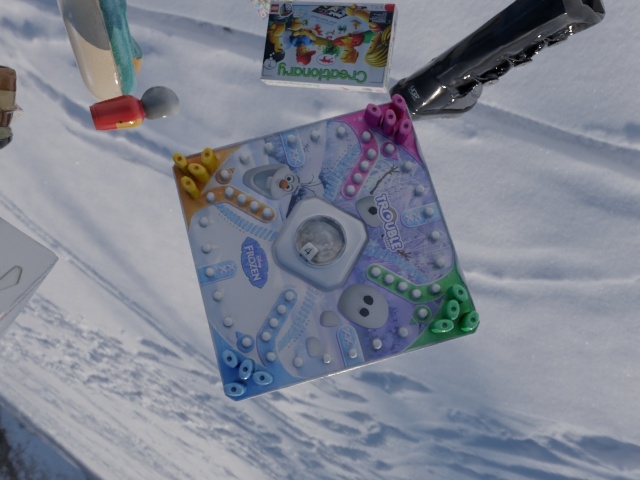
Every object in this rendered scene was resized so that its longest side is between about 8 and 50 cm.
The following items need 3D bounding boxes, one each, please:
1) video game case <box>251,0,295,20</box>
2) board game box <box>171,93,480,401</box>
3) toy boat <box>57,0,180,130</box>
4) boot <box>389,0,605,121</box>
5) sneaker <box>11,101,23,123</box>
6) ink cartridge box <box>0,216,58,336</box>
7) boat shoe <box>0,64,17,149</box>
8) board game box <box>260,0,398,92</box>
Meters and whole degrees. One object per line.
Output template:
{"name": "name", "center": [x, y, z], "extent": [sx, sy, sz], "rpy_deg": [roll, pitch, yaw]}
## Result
{"name": "video game case", "center": [-0.139, -0.674, 1.434], "extent": [0.166, 0.119, 0.015], "rpy_deg": [55, -171, -53]}
{"name": "board game box", "center": [0.000, 0.000, 0.825], "extent": [0.050, 0.390, 0.389], "rpy_deg": [84, 170, -78]}
{"name": "toy boat", "center": [-0.367, -0.323, 1.005], "extent": [0.267, 0.148, 0.318], "rpy_deg": [102, 146, -57]}
{"name": "boot", "center": [0.425, -0.442, 1.263], "extent": [0.445, 0.367, 0.146], "rpy_deg": [-30, 91, 48]}
{"name": "sneaker", "center": [-0.562, -0.201, 0.888], "extent": [0.070, 0.134, 0.051], "rpy_deg": [55, 168, -7]}
{"name": "ink cartridge box", "center": [-0.405, 0.092, 0.606], "extent": [0.087, 0.153, 0.208], "rpy_deg": [40, 115, -14]}
{"name": "boat shoe", "center": [-0.499, -0.196, 0.585], "extent": [0.324, 0.119, 0.123], "rpy_deg": [13, -167, -45]}
{"name": "board game box", "center": [0.018, -0.459, 1.294], "extent": [0.306, 0.192, 0.053], "rpy_deg": [8, -178, 15]}
